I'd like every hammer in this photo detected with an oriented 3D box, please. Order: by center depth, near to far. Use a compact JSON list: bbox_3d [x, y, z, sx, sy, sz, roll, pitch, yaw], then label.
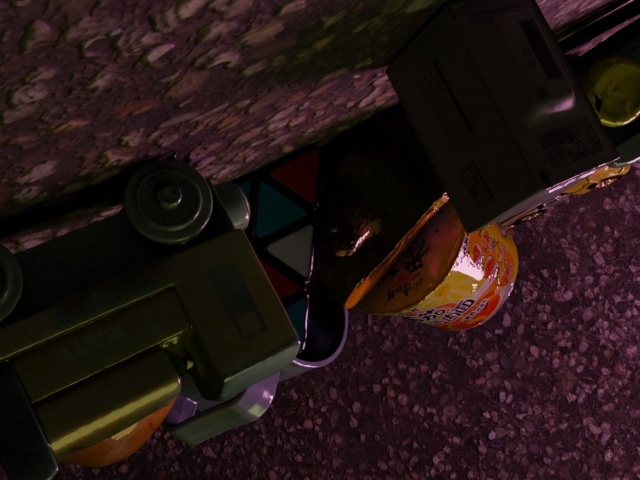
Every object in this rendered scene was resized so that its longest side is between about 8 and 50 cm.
[{"bbox_3d":[0.298,-0.259,1.257,0.292,0.029,0.058,-29,175,8],"label":"hammer"}]

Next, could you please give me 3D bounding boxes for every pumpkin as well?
[{"bbox_3d":[0.076,-0.042,1.304,0.317,0.139,0.221,-48,167,31],"label":"pumpkin"}]

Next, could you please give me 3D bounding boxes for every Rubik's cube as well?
[{"bbox_3d":[-0.132,-0.025,1.223,0.234,0.284,0.250,3,132,-29],"label":"Rubik's cube"}]

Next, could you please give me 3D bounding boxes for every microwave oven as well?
[{"bbox_3d":[0.188,-0.136,0.981,0.122,0.208,0.162,-22,172,-29],"label":"microwave oven"}]

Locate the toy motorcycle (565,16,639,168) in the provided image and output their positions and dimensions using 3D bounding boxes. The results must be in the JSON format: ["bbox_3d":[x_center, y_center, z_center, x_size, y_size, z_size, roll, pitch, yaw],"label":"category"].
[{"bbox_3d":[0.495,-0.232,1.357,0.326,0.200,0.191,-31,-166,-1],"label":"toy motorcycle"}]

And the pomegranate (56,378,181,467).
[{"bbox_3d":[-0.312,0.173,1.263,0.264,0.264,0.264,-26,173,-3],"label":"pomegranate"}]

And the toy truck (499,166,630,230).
[{"bbox_3d":[0.416,-0.139,1.954,0.254,0.181,0.405,-9,166,-43],"label":"toy truck"}]

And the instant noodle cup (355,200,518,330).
[{"bbox_3d":[0.181,0.024,1.513,0.264,0.264,0.200,-30,140,31],"label":"instant noodle cup"}]

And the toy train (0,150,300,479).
[{"bbox_3d":[-0.219,0.081,0.945,0.397,0.253,0.160,-24,171,-25],"label":"toy train"}]

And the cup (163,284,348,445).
[{"bbox_3d":[-0.141,0.183,1.695,0.311,0.331,0.256,-28,155,36],"label":"cup"}]
